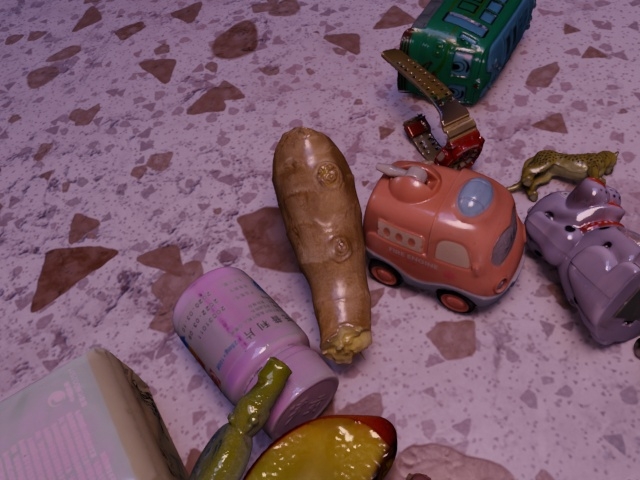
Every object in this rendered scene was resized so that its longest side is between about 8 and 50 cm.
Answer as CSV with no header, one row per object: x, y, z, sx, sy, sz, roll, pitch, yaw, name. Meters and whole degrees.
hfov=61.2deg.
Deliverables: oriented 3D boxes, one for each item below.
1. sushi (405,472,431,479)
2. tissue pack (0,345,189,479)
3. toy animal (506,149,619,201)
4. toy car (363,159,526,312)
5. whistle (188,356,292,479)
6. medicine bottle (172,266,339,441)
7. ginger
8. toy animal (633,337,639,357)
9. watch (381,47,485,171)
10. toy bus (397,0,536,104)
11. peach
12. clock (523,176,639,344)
0.095,0.405,0.571,0.171,0.236,0.270,36,67,16,sushi
-0.312,0.393,0.660,0.332,0.205,0.405,-32,56,-13,tissue pack
0.448,-0.130,1.005,0.181,0.073,0.136,6,47,29,toy animal
0.197,-0.026,0.873,0.270,0.212,0.180,22,60,23,toy car
-0.096,0.242,0.682,0.057,0.104,0.198,36,77,-9,whistle
-0.101,0.166,0.823,0.152,0.152,0.254,-40,58,-18,medicine bottle
-0.011,0.005,0.891,0.166,0.236,0.375,6,82,-24,ginger
0.605,0.060,0.688,0.344,0.302,0.194,-27,52,-11,toy animal
0.207,-0.244,1.057,0.102,0.165,0.268,-26,57,-11,watch
0.328,-0.452,1.183,0.199,0.183,0.343,26,63,19,toy bus
-0.016,0.320,0.687,0.154,0.159,0.267,30,52,14,peach
0.423,0.012,0.851,0.189,0.189,0.254,-21,46,-6,clock
